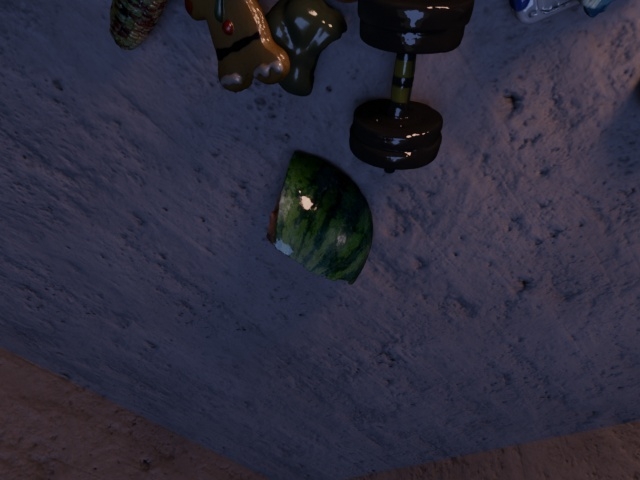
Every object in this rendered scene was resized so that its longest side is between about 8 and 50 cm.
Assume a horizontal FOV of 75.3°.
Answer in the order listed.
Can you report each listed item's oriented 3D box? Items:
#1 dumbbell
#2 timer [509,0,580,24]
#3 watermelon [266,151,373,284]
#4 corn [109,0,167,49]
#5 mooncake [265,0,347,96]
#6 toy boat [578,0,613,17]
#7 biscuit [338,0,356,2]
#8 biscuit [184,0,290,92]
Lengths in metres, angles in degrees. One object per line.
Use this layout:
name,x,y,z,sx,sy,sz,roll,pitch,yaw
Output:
dumbbell,0.149,-0.291,0.748,0.185,0.185,0.388,4,133,4
timer,0.417,-0.463,0.629,0.254,0.078,0.178,-18,127,21
watermelon,0.003,0.004,1.009,0.292,0.222,0.319,23,130,-7
corn,-0.310,-0.435,0.725,0.086,0.086,0.253,35,143,-21
mooncake,-0.034,-0.357,0.768,0.169,0.104,0.175,-2,135,2
toy boat,0.398,-0.424,0.554,0.102,0.088,0.215,15,134,-5
biscuit,0.068,-0.456,0.691,0.130,0.019,0.102,-30,152,33
biscuit,-0.165,-0.409,0.706,0.197,0.049,0.301,0,116,38
